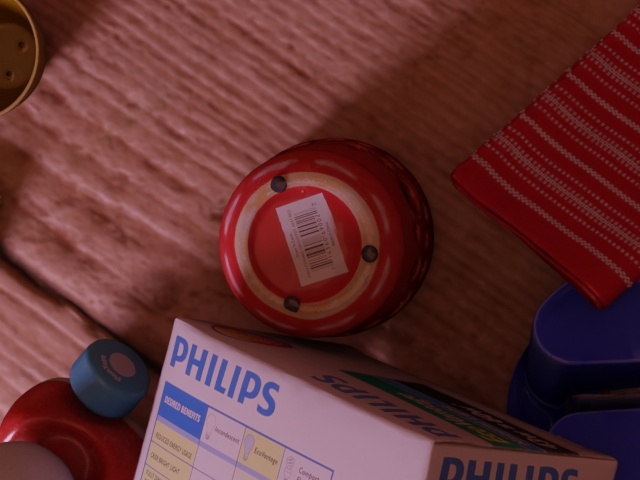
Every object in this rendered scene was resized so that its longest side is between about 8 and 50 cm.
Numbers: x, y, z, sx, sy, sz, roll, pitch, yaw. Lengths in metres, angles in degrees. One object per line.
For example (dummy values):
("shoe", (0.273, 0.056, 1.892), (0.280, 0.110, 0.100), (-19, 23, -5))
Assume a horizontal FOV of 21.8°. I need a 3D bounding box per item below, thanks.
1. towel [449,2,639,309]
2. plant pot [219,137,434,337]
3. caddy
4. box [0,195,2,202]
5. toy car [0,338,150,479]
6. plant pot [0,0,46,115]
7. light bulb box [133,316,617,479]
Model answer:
("towel", (0.273, -0.086, 1.474), (0.275, 0.031, 0.199), (-42, 63, -9))
("plant pot", (0.000, 0.000, 1.538), (0.191, 0.174, 0.191), (1, 94, 13))
("caddy", (0.334, 0.144, 1.479), (0.341, 0.179, 0.241), (-5, 71, 9))
("box", (-0.424, -0.022, 1.684), (0.178, 0.042, 0.109), (20, 96, 10))
("toy car", (-0.250, 0.249, 1.539), (0.210, 0.238, 0.219), (47, 119, 5))
("plant pot", (-0.323, -0.183, 1.628), (0.134, 0.095, 0.134), (0, 93, 11))
("light bulb box", (0.012, 0.292, 1.409), (0.358, 0.225, 0.361), (20, 97, 48))
